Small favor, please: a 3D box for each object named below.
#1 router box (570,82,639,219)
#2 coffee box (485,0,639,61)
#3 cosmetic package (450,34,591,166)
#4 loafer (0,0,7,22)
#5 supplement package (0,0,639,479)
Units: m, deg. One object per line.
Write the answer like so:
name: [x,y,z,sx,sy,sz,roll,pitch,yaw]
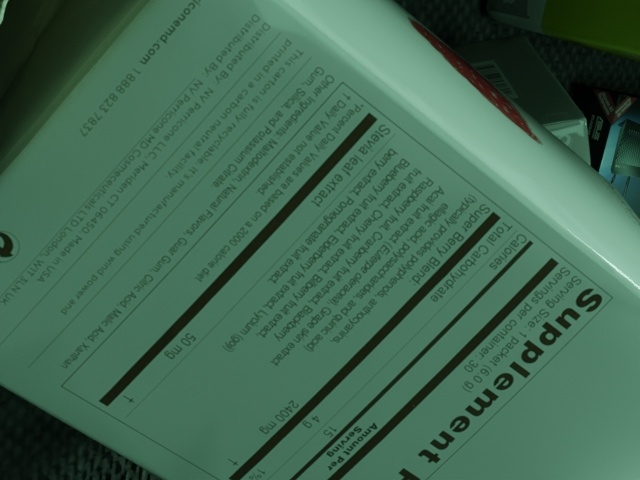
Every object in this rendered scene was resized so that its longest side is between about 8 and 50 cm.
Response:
router box: [0.204,-0.049,0.949,0.122,0.038,0.092,3,104,-43]
coffee box: [0.360,-0.230,0.814,0.338,0.334,0.338,6,101,-44]
cosmetic package: [0.094,0.022,0.797,0.107,0.127,0.238,-10,117,-4]
loafer: [-0.141,-0.066,0.411,0.092,0.102,0.269,30,84,-80]
supplement package: [0.000,0.000,0.592,0.293,0.177,0.175,36,107,-27]
